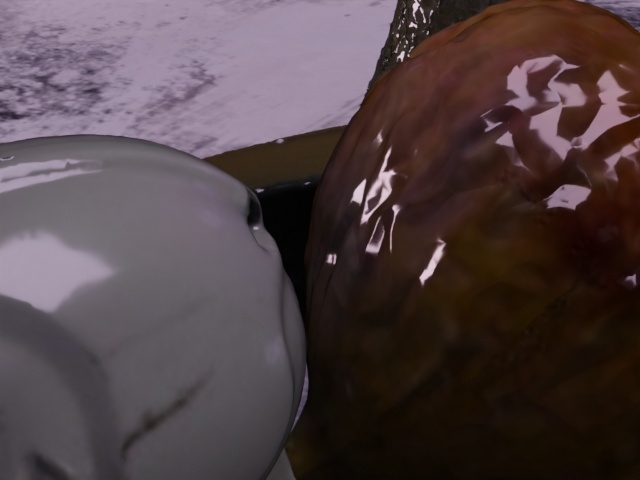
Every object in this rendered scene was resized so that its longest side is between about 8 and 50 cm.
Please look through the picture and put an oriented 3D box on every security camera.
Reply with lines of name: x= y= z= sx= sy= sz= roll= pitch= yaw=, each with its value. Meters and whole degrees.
security camera: x=-0.077 y=0.099 z=0.515 sx=0.191 sy=0.277 sz=0.197 roll=-23 pitch=27 yaw=-16

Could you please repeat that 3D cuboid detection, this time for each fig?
fig: x=0.056 y=0.060 z=0.752 sx=0.369 sy=0.286 sz=0.286 roll=-31 pitch=31 yaw=1

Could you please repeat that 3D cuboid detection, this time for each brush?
brush: x=0.000 y=0.000 z=0.916 sx=0.197 sy=0.123 sz=0.059 roll=-15 pitch=36 yaw=-29

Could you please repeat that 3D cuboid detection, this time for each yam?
yam: x=0.102 y=-0.164 z=1.209 sx=0.107 sy=0.183 sz=0.107 roll=14 pitch=16 yaw=-4
